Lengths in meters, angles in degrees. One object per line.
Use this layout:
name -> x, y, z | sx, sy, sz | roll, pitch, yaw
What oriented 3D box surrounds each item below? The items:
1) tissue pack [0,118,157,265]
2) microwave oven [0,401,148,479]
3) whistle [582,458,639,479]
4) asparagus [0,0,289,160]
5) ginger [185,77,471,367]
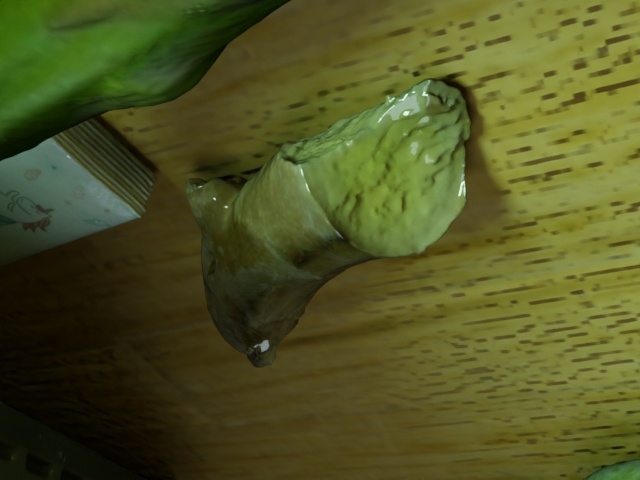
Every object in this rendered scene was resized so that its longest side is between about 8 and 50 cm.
tissue pack -> -0.110, -0.017, 0.505 | 0.108, 0.023, 0.056 | -18, 131, 40
microwave oven -> -0.256, 0.139, 0.492 | 0.374, 0.236, 0.432 | 9, 165, 13
whistle -> 0.110, 0.121, 0.576 | 0.104, 0.057, 0.198 | 30, 152, -25
asparagus -> 0.000, -0.090, 0.307 | 0.082, 0.085, 0.343 | 39, 142, -22
ginger -> -0.004, -0.004, 0.461 | 0.057, 0.044, 0.137 | 14, 151, -27
